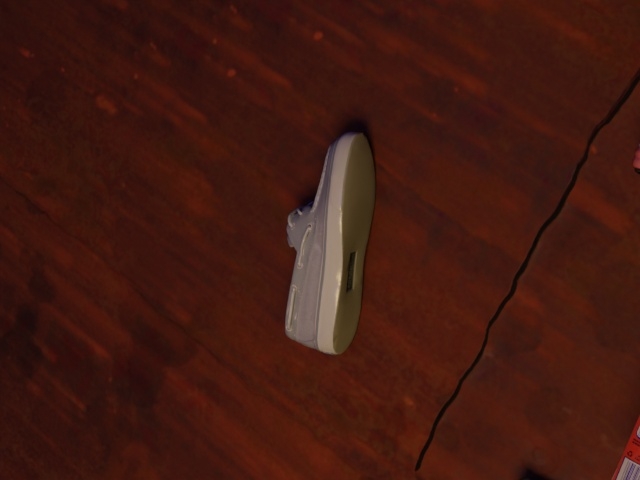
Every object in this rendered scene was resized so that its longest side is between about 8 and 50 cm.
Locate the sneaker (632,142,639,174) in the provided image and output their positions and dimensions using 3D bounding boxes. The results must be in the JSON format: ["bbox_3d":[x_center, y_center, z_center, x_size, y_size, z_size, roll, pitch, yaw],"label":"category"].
[{"bbox_3d":[0.388,-0.103,1.038,0.313,0.116,0.136,7,81,51],"label":"sneaker"}]

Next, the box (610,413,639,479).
[{"bbox_3d":[0.389,0.198,1.067,0.256,0.122,0.128,26,104,28],"label":"box"}]

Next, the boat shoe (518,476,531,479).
[{"bbox_3d":[0.270,0.279,1.162,0.233,0.084,0.079,15,99,33],"label":"boat shoe"}]

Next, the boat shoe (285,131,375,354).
[{"bbox_3d":[0.000,0.000,1.320,0.081,0.079,0.228,10,99,26],"label":"boat shoe"}]
